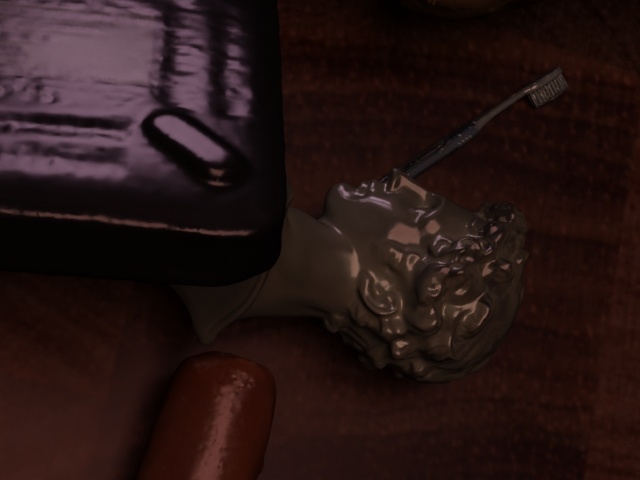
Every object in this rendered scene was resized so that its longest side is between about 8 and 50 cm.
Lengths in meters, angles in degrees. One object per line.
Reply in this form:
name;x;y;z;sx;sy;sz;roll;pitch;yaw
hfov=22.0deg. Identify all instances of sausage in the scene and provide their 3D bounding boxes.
sausage;-0.112;0.216;0.972;0.087;0.079;0.327;34;70;-22

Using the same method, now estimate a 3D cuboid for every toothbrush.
toothbrush;0.091;-0.064;1.142;0.219;0.016;0.019;-33;98;-24

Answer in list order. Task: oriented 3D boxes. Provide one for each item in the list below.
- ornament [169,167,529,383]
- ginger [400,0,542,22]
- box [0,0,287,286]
ornament;-0.009;0.013;1.035;0.285;0.120;0.130;12;116;-11
ginger;0.212;-0.249;1.108;0.375;0.236;0.166;-8;105;-5
box;-0.165;-0.085;0.937;0.290;0.073;0.289;5;38;-6
